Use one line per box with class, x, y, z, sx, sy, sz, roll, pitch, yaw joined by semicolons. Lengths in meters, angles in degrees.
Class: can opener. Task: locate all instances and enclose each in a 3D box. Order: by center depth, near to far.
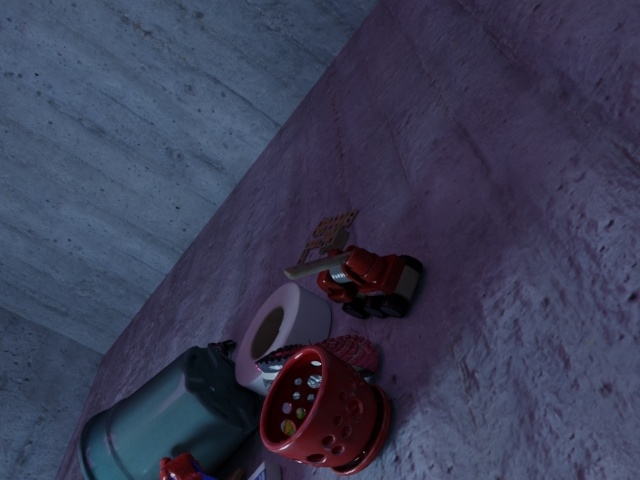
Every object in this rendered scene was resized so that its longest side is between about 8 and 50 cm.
can opener;-0.332;0.361;1.925;0.186;0.073;0.059;-24;78;61

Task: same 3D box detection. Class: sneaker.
sneaker;0.001;0.270;1.219;0.299;0.112;0.121;-17;6;40

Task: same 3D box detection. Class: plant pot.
plant pot;0.016;0.304;1.026;0.191;0.174;0.191;-47;22;26
plant pot;-0.344;0.460;1.448;0.334;0.341;0.341;-43;23;13

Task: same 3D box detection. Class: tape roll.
tape roll;-0.095;0.250;1.464;0.286;0.100;0.286;-46;23;26

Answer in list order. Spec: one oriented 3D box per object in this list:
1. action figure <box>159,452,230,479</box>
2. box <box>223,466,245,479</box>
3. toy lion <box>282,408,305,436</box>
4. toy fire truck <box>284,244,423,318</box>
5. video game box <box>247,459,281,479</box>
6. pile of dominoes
action figure;-0.244;0.535;1.215;0.280;0.139;0.091;11;25;43
box;-0.261;0.614;1.313;0.164;0.021;0.201;-46;1;32
toy lion;-0.055;0.399;1.262;0.096;0.034;0.100;-48;22;42
toy fire truck;0.045;0.069;1.196;0.217;0.246;0.158;-15;46;61
video game box;-0.142;0.578;1.172;0.187;0.048;0.205;-54;20;15
pile of dominoes;0.000;0.000;1.695;0.251;0.040;0.196;-14;47;61
